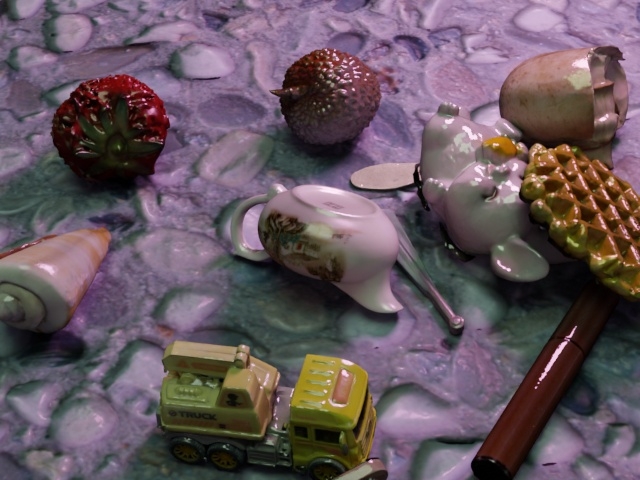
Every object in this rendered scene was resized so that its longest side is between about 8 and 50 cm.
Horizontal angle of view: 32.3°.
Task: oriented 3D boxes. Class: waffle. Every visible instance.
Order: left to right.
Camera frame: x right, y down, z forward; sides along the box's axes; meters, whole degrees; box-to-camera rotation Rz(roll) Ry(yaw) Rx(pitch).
[{"bbox_3d":[0.404,-0.026,1.565,0.282,0.058,0.300,35,32,-8],"label":"waffle"}]

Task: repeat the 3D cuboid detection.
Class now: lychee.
[{"bbox_3d":[0.008,-0.237,1.822,0.197,0.165,0.165,4,31,-43],"label":"lychee"}]

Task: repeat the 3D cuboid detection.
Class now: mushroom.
[{"bbox_3d":[0.383,-0.207,1.762,0.189,0.195,0.254,2,11,33],"label":"mushroom"}]

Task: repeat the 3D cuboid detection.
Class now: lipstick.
[{"bbox_3d":[0.298,0.179,1.435,0.057,0.057,0.356,22,50,25],"label":"lipstick"}]

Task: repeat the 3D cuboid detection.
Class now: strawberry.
[{"bbox_3d":[-0.337,-0.191,1.798,0.184,0.186,0.201,26,22,-18],"label":"strawberry"}]

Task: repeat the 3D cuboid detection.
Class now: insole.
[{"bbox_3d":[0.144,-0.108,1.787,0.192,0.010,0.063,-9,43,-5],"label":"insole"}]

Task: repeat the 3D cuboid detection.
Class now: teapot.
[{"bbox_3d":[0.000,0.000,1.595,0.298,0.139,0.204,24,22,30],"label":"teapot"}]

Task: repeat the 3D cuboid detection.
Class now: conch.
[{"bbox_3d":[-0.384,0.061,1.586,0.158,0.127,0.255,-12,10,35],"label":"conch"}]

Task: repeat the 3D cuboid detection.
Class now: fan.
[{"bbox_3d":[0.142,0.038,1.622,0.057,0.023,0.282,-13,43,-23],"label":"fan"}]

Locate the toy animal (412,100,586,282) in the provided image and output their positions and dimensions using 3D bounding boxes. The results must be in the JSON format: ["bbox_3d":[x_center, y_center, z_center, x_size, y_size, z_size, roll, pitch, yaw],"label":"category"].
[{"bbox_3d":[0.255,-0.066,1.640,0.208,0.154,0.325,-16,62,-43],"label":"toy animal"}]

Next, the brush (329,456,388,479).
[{"bbox_3d":[-0.056,0.353,1.272,0.328,0.070,0.065,-23,56,-17],"label":"brush"}]

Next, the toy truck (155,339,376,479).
[{"bbox_3d":[-0.071,0.199,1.364,0.272,0.157,0.124,7,44,12],"label":"toy truck"}]
